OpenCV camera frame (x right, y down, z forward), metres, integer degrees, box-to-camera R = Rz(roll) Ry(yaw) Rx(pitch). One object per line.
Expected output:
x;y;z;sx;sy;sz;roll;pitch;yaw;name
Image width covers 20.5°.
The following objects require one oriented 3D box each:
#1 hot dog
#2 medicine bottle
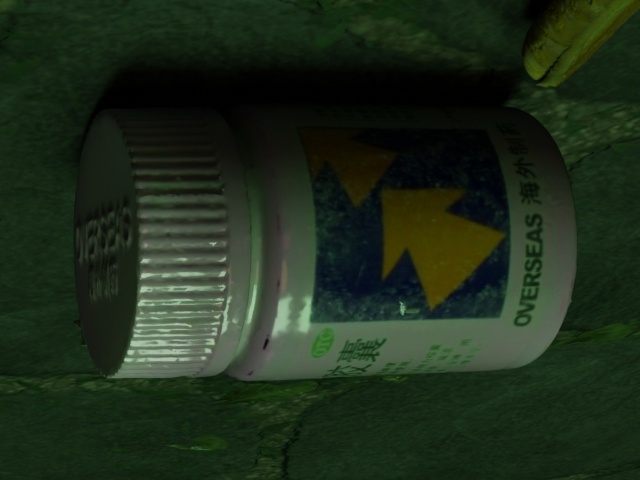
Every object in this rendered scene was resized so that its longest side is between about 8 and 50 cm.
0.170;-0.155;1.000;0.066;0.047;0.215;-40;175;-31;hot dog
0.000;0.000;1.131;0.291;0.178;0.178;0;156;-22;medicine bottle
